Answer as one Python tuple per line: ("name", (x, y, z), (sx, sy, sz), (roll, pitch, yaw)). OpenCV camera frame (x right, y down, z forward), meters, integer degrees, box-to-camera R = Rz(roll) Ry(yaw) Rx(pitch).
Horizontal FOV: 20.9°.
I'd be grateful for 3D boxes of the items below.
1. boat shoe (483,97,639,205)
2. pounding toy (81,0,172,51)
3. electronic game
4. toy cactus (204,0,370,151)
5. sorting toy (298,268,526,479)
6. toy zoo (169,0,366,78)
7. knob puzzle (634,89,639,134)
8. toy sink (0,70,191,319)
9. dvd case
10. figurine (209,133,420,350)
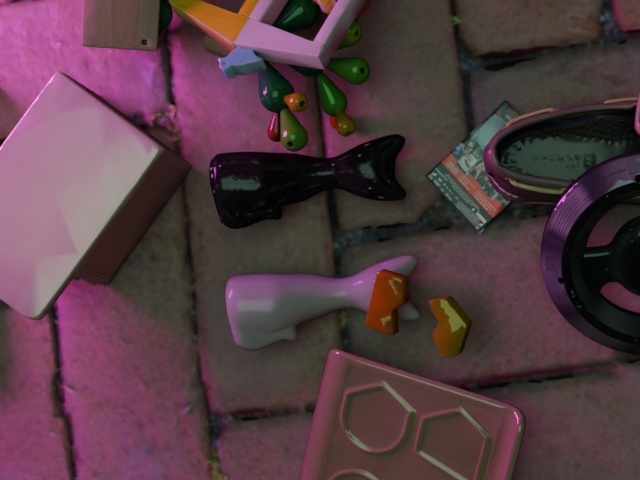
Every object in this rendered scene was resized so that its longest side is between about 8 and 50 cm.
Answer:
("boat shoe", (0.328, -0.091, 1.766), (0.324, 0.097, 0.117), (-2, 85, 9))
("pounding toy", (-0.200, -0.324, 1.890), (0.094, 0.181, 0.206), (4, 106, -1))
("electronic game", (0.337, 0.014, 1.749), (0.229, 0.048, 0.229), (3, 117, 5))
("toy cactus", (-0.032, -0.201, 1.860), (0.180, 0.112, 0.219), (14, 82, 9))
("sorting toy", (0.100, 0.196, 1.810), (0.229, 0.041, 0.307), (18, 104, 20))
("toy zoo", (-0.030, -0.297, 1.839), (0.192, 0.030, 0.293), (23, 72, 24))
("knob puzzle", (0.401, -0.134, 1.715), (0.213, 0.030, 0.213), (5, 56, -7))
("toy sink", (-0.278, -0.040, 1.902), (0.152, 0.131, 0.234), (36, 91, 13))
("dvd case", (0.183, -0.079, 1.850), (0.119, 0.013, 0.087), (-45, 78, 9))
("figurine", (0.000, 0.000, 1.858), (0.209, 0.092, 0.215), (-8, 86, 9))
